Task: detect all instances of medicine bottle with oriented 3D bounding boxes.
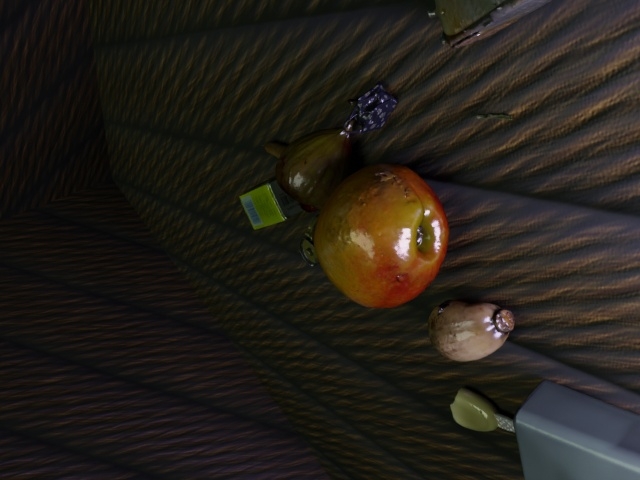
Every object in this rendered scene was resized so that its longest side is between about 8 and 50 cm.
[{"bbox_3d":[-0.148,-0.135,1.820,0.250,0.137,0.141,-9,106,58],"label":"medicine bottle"}]

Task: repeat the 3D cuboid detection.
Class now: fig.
[{"bbox_3d":[0.025,-0.233,1.460,0.217,0.217,0.321,50,126,19],"label":"fig"}]

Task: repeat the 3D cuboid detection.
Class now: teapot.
[{"bbox_3d":[0.000,0.000,1.725,0.130,0.119,0.165,20,130,48],"label":"teapot"}]

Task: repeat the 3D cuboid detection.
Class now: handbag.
[{"bbox_3d":[0.103,-0.294,1.302,0.072,0.139,0.115,47,147,8],"label":"handbag"}]

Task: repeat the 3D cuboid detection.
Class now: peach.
[{"bbox_3d":[0.134,-0.012,1.341,0.373,0.290,0.372,41,146,36],"label":"peach"}]

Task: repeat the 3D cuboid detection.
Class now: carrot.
[{"bbox_3d":[-0.106,-0.264,1.721,0.298,0.078,0.078,35,141,43],"label":"carrot"}]

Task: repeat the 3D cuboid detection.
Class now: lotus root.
[{"bbox_3d":[0.353,0.216,1.351,0.154,0.140,0.257,55,144,-3],"label":"lotus root"}]

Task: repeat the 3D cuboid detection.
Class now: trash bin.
[{"bbox_3d":[0.606,0.469,1.157,0.343,0.158,0.222,12,125,52],"label":"trash bin"}]

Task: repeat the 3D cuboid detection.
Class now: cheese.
[{"bbox_3d":[0.462,0.477,1.495,0.255,0.050,0.127,2,115,54],"label":"cheese"}]

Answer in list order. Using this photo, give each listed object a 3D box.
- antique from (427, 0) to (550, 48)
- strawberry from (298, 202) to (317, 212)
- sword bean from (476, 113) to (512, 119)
[{"bbox_3d":[0.295,-0.427,0.921,0.284,0.150,0.125,-11,102,67],"label":"antique"},{"bbox_3d":[-0.026,-0.139,1.683,0.106,0.106,0.106,37,142,36],"label":"strawberry"},{"bbox_3d":[0.347,-0.246,1.097,0.083,0.012,0.012,17,129,51],"label":"sword bean"}]
